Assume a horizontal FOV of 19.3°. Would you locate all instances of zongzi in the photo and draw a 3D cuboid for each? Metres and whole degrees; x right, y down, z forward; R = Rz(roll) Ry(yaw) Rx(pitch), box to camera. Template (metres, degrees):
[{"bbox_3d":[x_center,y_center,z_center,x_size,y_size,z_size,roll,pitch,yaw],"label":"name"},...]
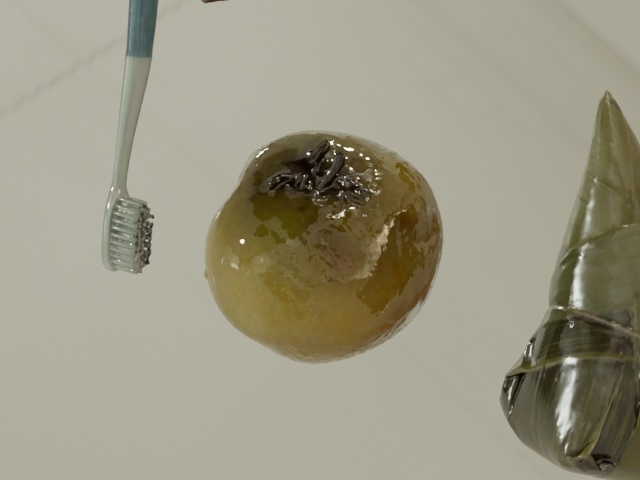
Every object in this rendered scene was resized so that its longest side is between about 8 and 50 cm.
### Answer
[{"bbox_3d":[0.328,0.059,1.591,0.154,0.289,0.317,9,86,67],"label":"zongzi"}]

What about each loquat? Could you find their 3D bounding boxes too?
[{"bbox_3d":[-0.005,0.002,1.639,0.213,0.213,0.213,-48,-2,-2],"label":"loquat"}]

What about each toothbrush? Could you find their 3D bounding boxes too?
[{"bbox_3d":[-0.089,-0.115,0.961,0.019,0.025,0.275,-14,-65,-54],"label":"toothbrush"}]

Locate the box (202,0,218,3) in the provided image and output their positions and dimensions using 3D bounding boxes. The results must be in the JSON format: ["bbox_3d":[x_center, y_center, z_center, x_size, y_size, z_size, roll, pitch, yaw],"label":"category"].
[{"bbox_3d":[-0.091,-0.338,1.480,0.086,0.215,0.215,-20,-32,-36],"label":"box"}]
